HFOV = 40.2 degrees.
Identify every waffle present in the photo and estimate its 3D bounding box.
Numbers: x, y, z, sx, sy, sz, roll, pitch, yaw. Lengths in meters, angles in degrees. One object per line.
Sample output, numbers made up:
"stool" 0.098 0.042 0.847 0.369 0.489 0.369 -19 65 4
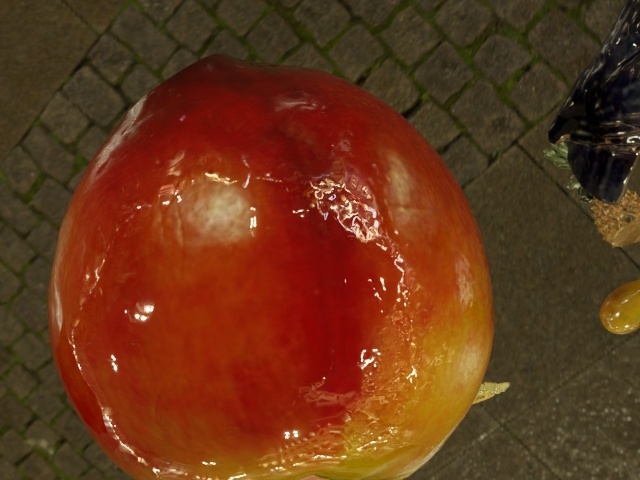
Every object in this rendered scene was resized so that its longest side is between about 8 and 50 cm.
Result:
"waffle" 0.346 0.312 1.884 0.191 0.032 0.125 -16 146 -19

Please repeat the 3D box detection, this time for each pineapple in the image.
"pineapple" 0.569 -0.113 1.793 0.119 0.277 0.130 -15 146 -9

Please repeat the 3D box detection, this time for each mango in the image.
"mango" 0.688 0.138 1.921 0.089 0.111 0.163 41 104 -12

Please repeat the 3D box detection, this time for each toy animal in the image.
"toy animal" 0.270 -0.132 0.561 0.298 0.185 0.122 -31 68 34

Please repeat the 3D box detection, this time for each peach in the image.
"peach" -0.044 0.026 0.739 0.389 0.388 0.388 6 114 13

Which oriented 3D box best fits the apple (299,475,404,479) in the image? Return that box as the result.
"apple" -0.074 0.367 1.323 0.347 0.391 0.391 -35 101 0
